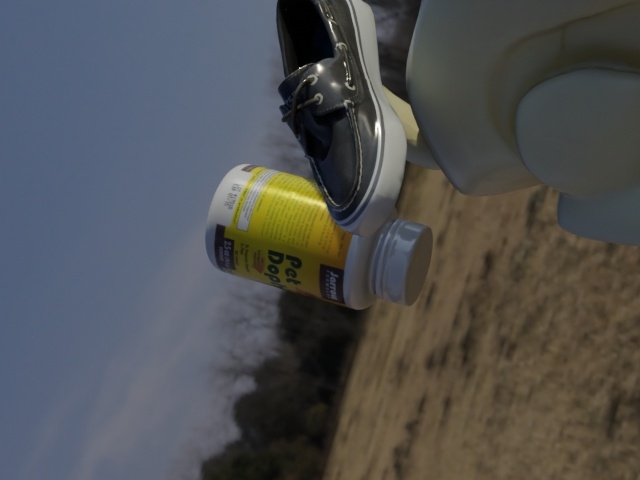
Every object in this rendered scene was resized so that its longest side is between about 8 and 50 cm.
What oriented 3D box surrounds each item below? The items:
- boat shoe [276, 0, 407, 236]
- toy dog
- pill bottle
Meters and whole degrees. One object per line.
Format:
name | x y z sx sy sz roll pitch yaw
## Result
boat shoe | 0.004 -0.103 0.905 0.080 0.076 0.228 -45 37 41
toy dog | 0.178 -0.244 0.902 0.284 0.395 0.408 -40 -55 -43
pill bottle | 0.000 0.000 1.295 0.117 0.215 0.117 15 -90 -71
